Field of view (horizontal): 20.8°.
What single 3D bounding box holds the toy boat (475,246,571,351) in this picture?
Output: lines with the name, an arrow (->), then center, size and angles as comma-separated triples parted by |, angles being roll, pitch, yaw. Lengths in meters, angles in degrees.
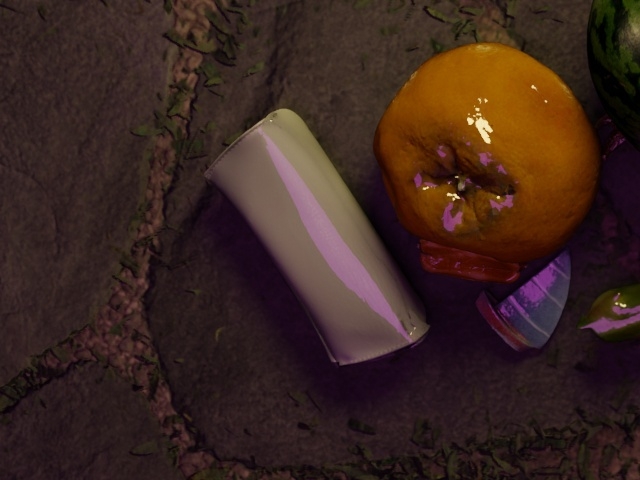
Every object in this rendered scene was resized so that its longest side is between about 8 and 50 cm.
toy boat -> 0.247, 0.065, 1.968 | 0.122, 0.034, 0.096 | -39, 100, 19

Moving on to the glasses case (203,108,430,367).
glasses case -> -0.002, 0.001, 1.982 | 0.128, 0.083, 0.308 | -30, 98, 26

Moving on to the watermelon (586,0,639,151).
watermelon -> 0.406, -0.200, 1.721 | 0.285, 0.285, 0.285 | 4, 108, 12

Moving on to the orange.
orange -> 0.176, -0.091, 1.856 | 0.249, 0.183, 0.249 | 4, 110, 12

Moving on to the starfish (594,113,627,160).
starfish -> 0.341, -0.121, 1.890 | 0.091, 0.028, 0.078 | 2, 113, 10

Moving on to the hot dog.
hot dog -> 0.170, 0.020, 1.967 | 0.133, 0.041, 0.056 | 12, 125, 22

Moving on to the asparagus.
asparagus -> 0.444, 0.042, 1.886 | 0.343, 0.085, 0.082 | -22, 87, 17
